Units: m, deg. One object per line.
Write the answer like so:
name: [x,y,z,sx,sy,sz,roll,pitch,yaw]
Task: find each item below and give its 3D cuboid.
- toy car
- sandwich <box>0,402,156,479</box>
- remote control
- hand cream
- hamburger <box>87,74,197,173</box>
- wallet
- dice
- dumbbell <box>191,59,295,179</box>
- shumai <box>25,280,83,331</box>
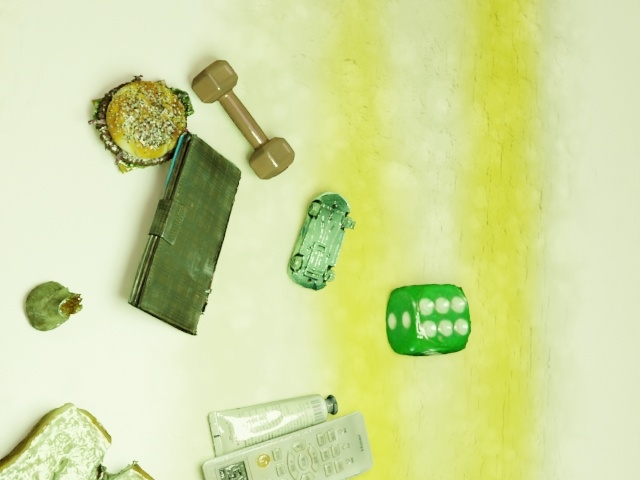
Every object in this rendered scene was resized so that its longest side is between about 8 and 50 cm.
toy car: [0.000,0.000,1.905,0.093,0.058,0.186,21,83,-23]
sandwich: [-0.387,0.416,1.603,0.273,0.095,0.249,49,61,-9]
remote control: [-0.055,0.390,1.805,0.313,0.055,0.109,-14,93,-24]
hand cream: [-0.080,0.315,1.811,0.234,0.050,0.080,-10,85,-24]
hamburger: [-0.296,-0.207,1.775,0.189,0.093,0.164,-36,96,-30]
wallet: [-0.226,-0.011,1.767,0.169,0.044,0.317,35,64,-52]
dice: [0.204,0.149,1.943,0.128,0.120,0.131,3,77,-26]
dumbbell: [-0.138,-0.216,1.864,0.092,0.082,0.231,-42,99,-26]
shumai: [-0.427,0.104,1.653,0.082,0.080,0.083,33,69,-16]
